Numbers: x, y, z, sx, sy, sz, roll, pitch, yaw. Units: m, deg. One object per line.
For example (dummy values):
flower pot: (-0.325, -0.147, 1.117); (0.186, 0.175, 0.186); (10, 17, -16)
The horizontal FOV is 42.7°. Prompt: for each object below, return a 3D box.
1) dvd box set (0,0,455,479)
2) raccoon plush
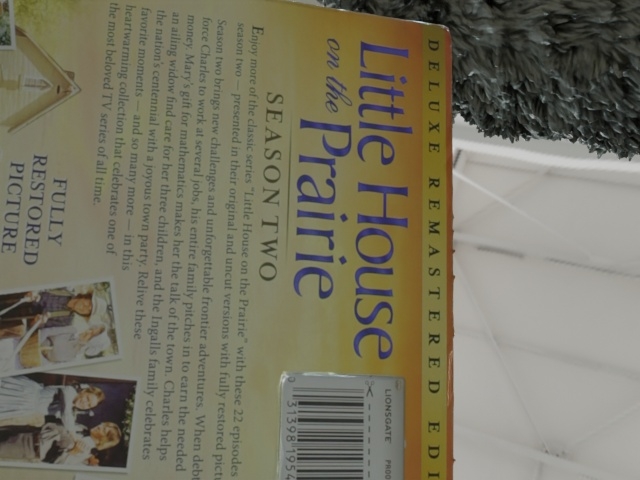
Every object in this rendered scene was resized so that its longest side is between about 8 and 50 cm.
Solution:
dvd box set: (-0.136, 0.014, 0.398); (0.420, 0.062, 0.308); (4, -101, -17)
raccoon plush: (0.135, -0.154, 0.560); (0.299, 0.446, 0.216); (-2, -83, 2)
